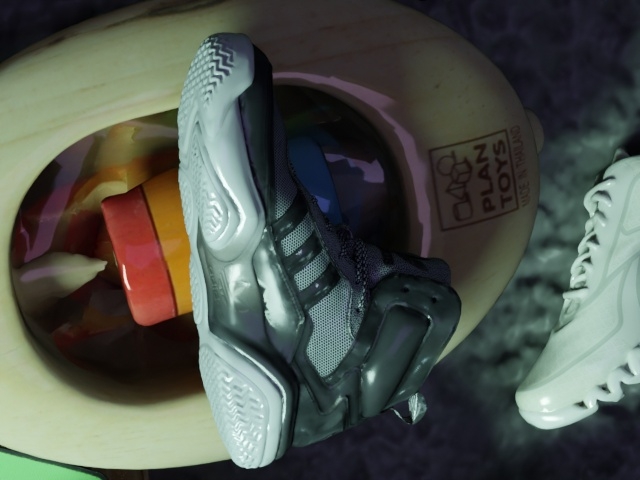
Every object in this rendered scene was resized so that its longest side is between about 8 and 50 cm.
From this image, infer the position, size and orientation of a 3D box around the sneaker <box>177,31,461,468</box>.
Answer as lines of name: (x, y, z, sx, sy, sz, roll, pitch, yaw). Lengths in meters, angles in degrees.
sneaker: (0.000, 0.000, 1.110, 0.153, 0.101, 0.268, -8, 110, -12)

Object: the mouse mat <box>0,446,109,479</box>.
mouse mat: (-0.241, 0.231, 1.278, 0.153, 0.007, 0.189, 17, 96, -16)

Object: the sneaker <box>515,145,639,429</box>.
sneaker: (0.226, 0.008, 1.338, 0.118, 0.110, 0.292, 41, 82, -10)

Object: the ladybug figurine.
ladybug figurine: (-0.071, -0.017, 1.224, 0.449, 0.162, 0.305, -12, 104, -11)

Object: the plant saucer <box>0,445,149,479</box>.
plant saucer: (-0.220, 0.177, 1.294, 0.199, 0.036, 0.198, -2, 101, -13)
